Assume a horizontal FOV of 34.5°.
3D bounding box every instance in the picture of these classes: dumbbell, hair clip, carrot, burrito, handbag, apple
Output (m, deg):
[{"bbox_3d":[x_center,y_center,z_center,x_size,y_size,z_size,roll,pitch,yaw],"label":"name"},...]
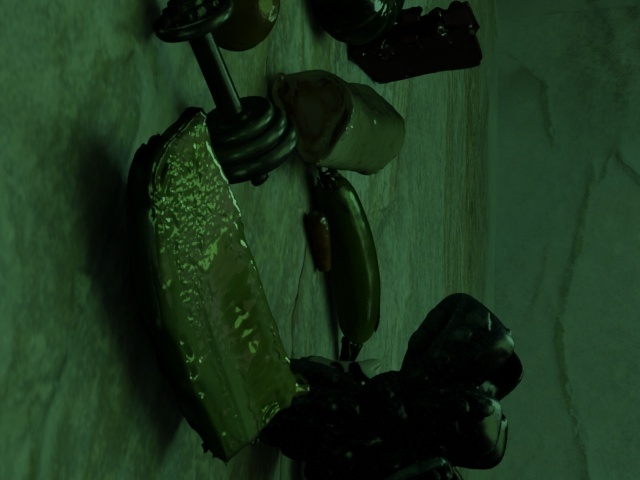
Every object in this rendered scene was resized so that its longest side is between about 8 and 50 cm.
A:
[{"bbox_3d":[-0.101,-0.162,0.988,0.110,0.110,0.255,-71,146,-51],"label":"dumbbell"},{"bbox_3d":[0.087,0.200,1.168,0.194,0.310,0.206,51,19,-62],"label":"hair clip"},{"bbox_3d":[0.000,0.000,1.415,0.032,0.032,0.093,-69,154,-54],"label":"carrot"},{"bbox_3d":[0.032,-0.161,1.382,0.143,0.105,0.299,50,15,9],"label":"burrito"},{"bbox_3d":[0.164,-0.333,1.727,0.216,0.203,0.074,17,63,-73],"label":"handbag"},{"bbox_3d":[-0.085,-0.240,1.059,0.074,0.089,0.090,33,53,-48],"label":"apple"}]

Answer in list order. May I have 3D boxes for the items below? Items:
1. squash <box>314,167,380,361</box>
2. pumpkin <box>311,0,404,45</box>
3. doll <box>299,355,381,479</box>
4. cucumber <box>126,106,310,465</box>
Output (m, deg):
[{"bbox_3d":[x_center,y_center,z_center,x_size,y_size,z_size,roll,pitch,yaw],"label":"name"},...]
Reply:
[{"bbox_3d":[0.041,0.026,1.479,0.071,0.080,0.319,-140,-142,-62],"label":"squash"},{"bbox_3d":[0.055,-0.367,1.491,0.167,0.125,0.167,13,73,-48],"label":"pumpkin"},{"bbox_3d":[0.030,0.241,1.334,0.107,0.110,0.181,118,-25,-83],"label":"doll"},{"bbox_3d":[-0.113,0.040,0.909,0.145,0.105,0.326,-42,133,-35],"label":"cucumber"}]
